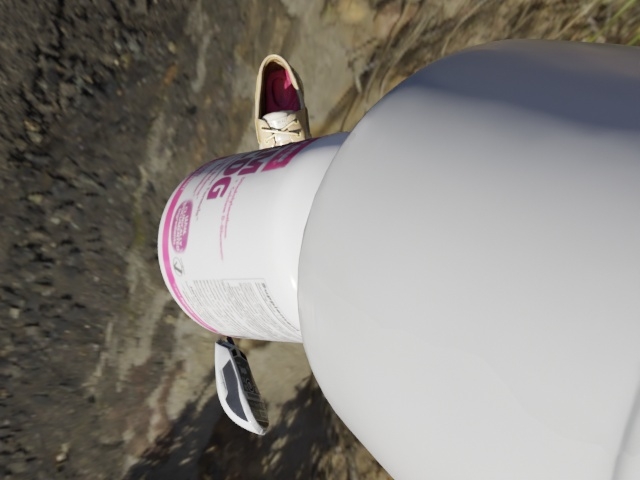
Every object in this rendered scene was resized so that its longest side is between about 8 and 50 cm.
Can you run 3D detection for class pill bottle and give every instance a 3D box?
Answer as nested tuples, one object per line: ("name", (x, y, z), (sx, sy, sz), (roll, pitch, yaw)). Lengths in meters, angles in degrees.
("pill bottle", (0.000, 0.000, 0.920), (0.160, 0.283, 0.160), (2, 87, -32))

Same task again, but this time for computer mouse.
("computer mouse", (-0.119, 0.162, 1.503), (0.042, 0.106, 0.193), (-25, 70, 10))

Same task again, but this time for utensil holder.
("utensil holder", (0.194, 0.061, 0.616), (0.327, 0.385, 0.328), (-5, 105, -20))

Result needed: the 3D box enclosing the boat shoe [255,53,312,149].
("boat shoe", (-0.041, -0.116, 1.211), (0.063, 0.059, 0.170), (-14, 62, 7))
